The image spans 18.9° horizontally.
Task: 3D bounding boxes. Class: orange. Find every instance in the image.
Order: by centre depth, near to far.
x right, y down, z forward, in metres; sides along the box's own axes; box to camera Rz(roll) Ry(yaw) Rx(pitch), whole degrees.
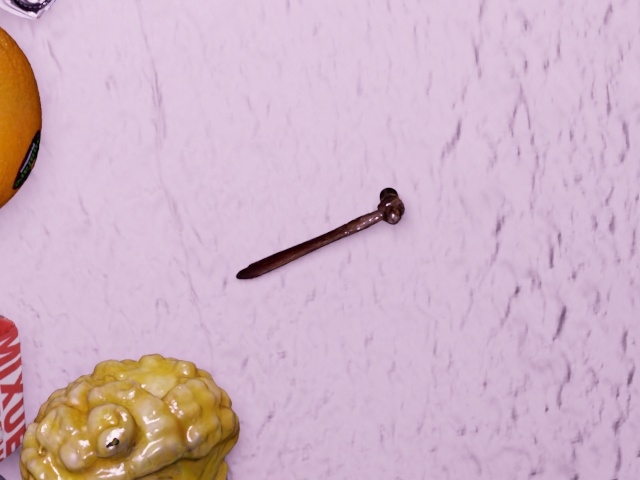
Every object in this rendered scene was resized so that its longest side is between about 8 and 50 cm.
[{"bbox_3d":[-0.340,-0.105,1.685,0.206,0.206,0.206,-3,111,-7],"label":"orange"}]

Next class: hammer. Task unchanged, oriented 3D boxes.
[{"bbox_3d":[0.000,0.000,1.854,0.178,0.065,0.021,-25,110,12],"label":"hammer"}]

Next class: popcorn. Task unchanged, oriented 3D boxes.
[{"bbox_3d":[-0.177,0.211,1.835,0.218,0.169,0.189,-10,113,-23],"label":"popcorn"}]

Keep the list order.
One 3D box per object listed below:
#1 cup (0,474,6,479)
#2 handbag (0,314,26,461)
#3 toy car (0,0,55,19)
[{"bbox_3d":[-0.332,0.282,1.891,0.078,0.077,0.100,-39,111,7],"label":"cup"},{"bbox_3d":[-0.418,0.147,1.767,0.298,0.151,0.171,-7,132,-4],"label":"handbag"},{"bbox_3d":[-0.311,-0.249,1.691,0.171,0.080,0.070,31,103,-18],"label":"toy car"}]
